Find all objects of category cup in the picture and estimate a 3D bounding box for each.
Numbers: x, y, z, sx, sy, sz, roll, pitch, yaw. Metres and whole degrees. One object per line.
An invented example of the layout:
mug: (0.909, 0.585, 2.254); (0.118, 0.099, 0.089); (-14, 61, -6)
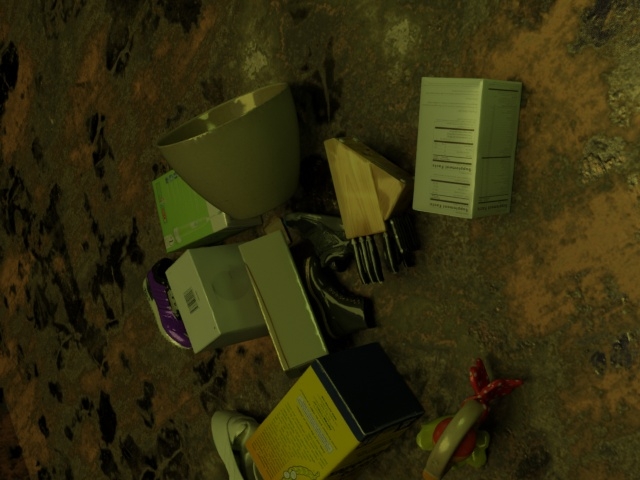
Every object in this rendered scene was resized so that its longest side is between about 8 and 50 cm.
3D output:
cup: (-0.176, -0.189, 1.757); (0.331, 0.331, 0.236); (-5, 117, 46)

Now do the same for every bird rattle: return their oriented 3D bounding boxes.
bird rattle: (0.275, 0.356, 1.427); (0.143, 0.207, 0.253); (38, 132, 15)

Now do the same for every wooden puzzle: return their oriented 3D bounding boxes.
wooden puzzle: (-0.105, -0.011, 1.889); (0.116, 0.014, 0.078); (-30, 79, 44)

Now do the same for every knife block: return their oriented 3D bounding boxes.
knife block: (0.090, -0.054, 1.592); (0.276, 0.088, 0.242); (36, 113, 20)

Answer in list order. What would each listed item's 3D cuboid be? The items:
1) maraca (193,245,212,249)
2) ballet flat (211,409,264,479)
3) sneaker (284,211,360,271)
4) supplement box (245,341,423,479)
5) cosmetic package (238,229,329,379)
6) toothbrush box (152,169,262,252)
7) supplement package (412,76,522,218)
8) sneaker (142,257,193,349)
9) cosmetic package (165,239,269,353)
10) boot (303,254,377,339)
maraca: (-0.328, 0.069, 2.058); (0.186, 0.127, 0.099); (-3, 125, 52)
ballet flat: (-0.176, 0.536, 1.896); (0.400, 0.139, 0.139); (-116, 41, -54)
sneaker: (0.000, 0.000, 1.728); (0.228, 0.087, 0.130); (12, 98, 39)
supplement box: (0.023, 0.418, 1.685); (0.195, 0.194, 0.356); (56, 130, 25)
cosmetic package: (-0.081, 0.151, 1.757); (0.160, 0.113, 0.309); (81, 167, -72)
toothbrush box: (-0.303, -0.102, 2.001); (0.283, 0.122, 0.206); (-21, 80, 46)
supplement package: (0.267, -0.171, 1.395); (0.134, 0.139, 0.243); (13, 104, 43)
sneaker: (-0.408, 0.169, 2.157); (0.293, 0.102, 0.146); (54, 128, 27)
cosmetic package: (-0.226, 0.134, 1.879); (0.138, 0.225, 0.224); (-39, 68, 44)
boot: (0.048, 0.117, 1.715); (0.137, 0.077, 0.197); (-17, 96, 41)
